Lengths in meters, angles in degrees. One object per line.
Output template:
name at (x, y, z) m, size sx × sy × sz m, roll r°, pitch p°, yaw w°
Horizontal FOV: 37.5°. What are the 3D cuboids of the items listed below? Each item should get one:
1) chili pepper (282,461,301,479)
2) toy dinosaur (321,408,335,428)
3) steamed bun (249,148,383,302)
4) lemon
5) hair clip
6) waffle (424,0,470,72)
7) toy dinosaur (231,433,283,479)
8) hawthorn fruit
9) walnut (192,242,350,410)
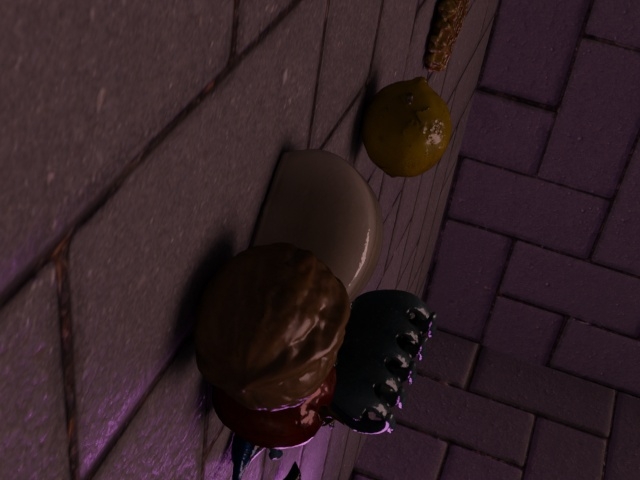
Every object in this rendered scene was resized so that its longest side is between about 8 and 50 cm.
chili pepper at (-0.092, 0.599, 2.108) m, size 0.098 × 0.061 × 0.224 m, roll 118°, pitch -9°, yaw -70°
toy dinosaur at (0.008, 0.366, 2.178) m, size 0.259 × 0.094 × 0.153 m, roll 12°, pitch 92°, yaw -70°
steamed bun at (0.000, 0.000, 1.339) m, size 0.146 × 0.164 × 0.242 m, roll 15°, pitch 94°, yaw -78°
lemon at (0.160, -0.206, 1.776) m, size 0.173 × 0.173 × 0.206 m, roll -60°, pitch 172°, yaw -46°
hair clip at (0.091, 0.236, 1.984) m, size 0.392 × 0.238 × 0.318 m, roll 89°, pitch 24°, yaw -60°
waffle at (0.317, -0.542, 2.305) m, size 0.253 × 0.056 × 0.249 m, roll -59°, pitch 164°, yaw -52°
toy dinosaur at (-0.100, 0.319, 1.597) m, size 0.144 × 0.076 × 0.329 m, roll 76°, pitch 31°, yaw -59°
hawthorn fruit at (-0.051, 0.208, 1.329) m, size 0.179 × 0.200 × 0.179 m, roll 18°, pitch 90°, yaw -73°
walnut at (-0.061, 0.107, 1.162) m, size 0.213 × 0.213 × 0.213 m, roll 18°, pitch 90°, yaw -79°
